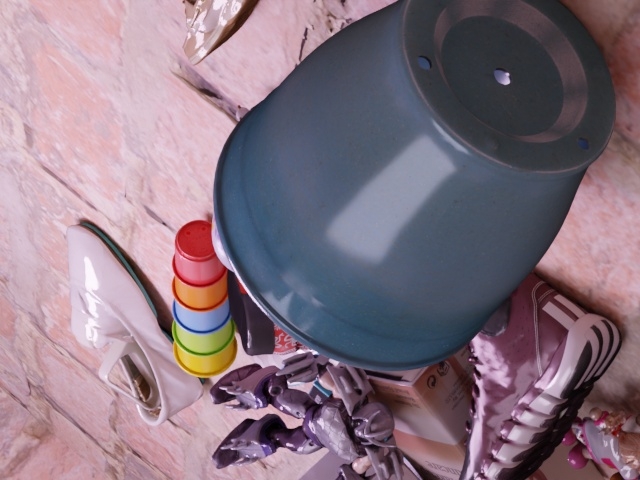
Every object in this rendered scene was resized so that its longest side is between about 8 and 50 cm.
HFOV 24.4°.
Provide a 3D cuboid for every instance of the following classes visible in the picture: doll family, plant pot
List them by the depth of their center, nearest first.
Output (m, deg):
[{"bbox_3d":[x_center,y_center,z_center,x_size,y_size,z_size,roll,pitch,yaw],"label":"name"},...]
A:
[{"bbox_3d":[0.086,-0.069,1.157,0.271,0.272,0.255,42,144,-1],"label":"plant pot"},{"bbox_3d":[0.363,0.265,1.517,0.263,0.118,0.163,65,159,-8],"label":"doll family"}]

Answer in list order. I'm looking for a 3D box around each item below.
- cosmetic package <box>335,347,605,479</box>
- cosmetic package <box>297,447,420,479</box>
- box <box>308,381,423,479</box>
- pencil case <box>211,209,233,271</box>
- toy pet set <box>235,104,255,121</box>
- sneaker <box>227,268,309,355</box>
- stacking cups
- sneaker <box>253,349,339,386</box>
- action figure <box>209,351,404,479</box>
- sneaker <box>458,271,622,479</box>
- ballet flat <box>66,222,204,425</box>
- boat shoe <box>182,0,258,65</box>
[{"bbox_3d":[0.170,0.209,1.659,0.296,0.129,0.153,52,155,-24],"label":"cosmetic package"},{"bbox_3d":[0.104,0.398,1.812,0.217,0.156,0.385,45,172,31],"label":"cosmetic package"},{"bbox_3d":[0.095,0.257,1.952,0.244,0.060,0.100,39,158,7],"label":"box"},{"bbox_3d":[0.000,0.000,1.583,0.124,0.113,0.273,27,169,-39],"label":"pencil case"},{"bbox_3d":[-0.056,-0.087,1.511,0.114,0.065,0.122,-21,74,43],"label":"toy pet set"},{"bbox_3d":[-0.031,0.061,1.759,0.270,0.145,0.090,-115,25,-68],"label":"sneaker"},{"bbox_3d":[-0.157,0.083,2.005,0.096,0.096,0.316,35,155,14],"label":"stacking cups"},{"bbox_3d":[-0.014,0.129,1.883,0.228,0.087,0.092,-8,120,52],"label":"sneaker"},{"bbox_3d":[-0.013,0.204,1.634,0.285,0.099,0.185,-4,104,52],"label":"action figure"},{"bbox_3d":[0.180,0.140,1.507,0.162,0.106,0.281,45,127,23],"label":"sneaker"},{"bbox_3d":[-0.309,0.150,2.311,0.139,0.139,0.400,19,148,42],"label":"ballet flat"},{"bbox_3d":[-0.100,-0.226,1.410,0.059,0.063,0.170,45,148,-2],"label":"boat shoe"}]
